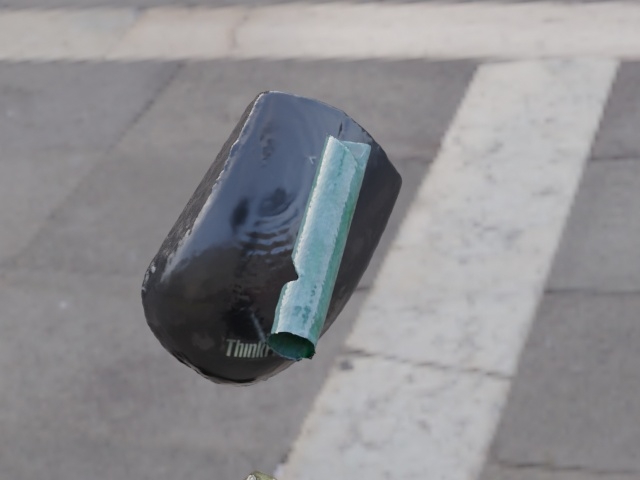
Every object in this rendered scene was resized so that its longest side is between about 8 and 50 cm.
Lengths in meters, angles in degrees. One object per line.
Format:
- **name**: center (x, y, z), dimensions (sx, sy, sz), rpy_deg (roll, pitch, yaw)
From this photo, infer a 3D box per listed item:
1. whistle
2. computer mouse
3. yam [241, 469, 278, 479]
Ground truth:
- **whistle**: center (0.000, 0.000, 1.207), dimensions (0.039, 0.039, 0.186), rpy_deg (2, 54, 19)
- **computer mouse**: center (-0.039, 0.003, 1.504), dimensions (0.100, 0.170, 0.269), rpy_deg (8, 68, 62)
- **yam**: center (-0.164, 0.378, 1.695), dimensions (0.356, 0.081, 0.081), rpy_deg (-47, 31, 6)
